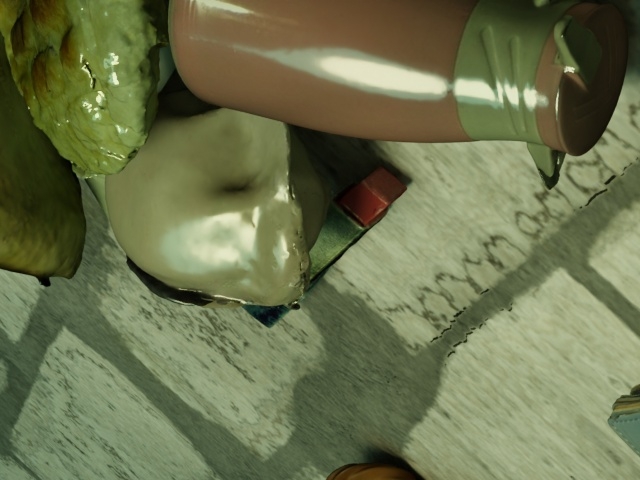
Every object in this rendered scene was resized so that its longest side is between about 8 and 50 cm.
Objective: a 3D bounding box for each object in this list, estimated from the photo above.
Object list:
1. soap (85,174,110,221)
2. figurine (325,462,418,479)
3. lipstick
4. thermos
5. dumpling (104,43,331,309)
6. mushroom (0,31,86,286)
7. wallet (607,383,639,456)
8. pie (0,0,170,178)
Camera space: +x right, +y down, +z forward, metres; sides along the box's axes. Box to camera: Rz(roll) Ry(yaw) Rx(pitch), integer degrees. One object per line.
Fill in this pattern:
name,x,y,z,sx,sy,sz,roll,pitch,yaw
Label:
soap,-0.168,-0.083,1.524,0.119,0.066,0.198,16,144,41
figurine,0.090,0.305,1.677,0.263,0.142,0.189,19,169,42
lipstick,0.000,0.000,1.430,0.051,0.051,0.312,43,153,-1
thermos,0.055,-0.136,1.042,0.265,0.146,0.176,16,120,30
dumpling,-0.097,-0.056,1.321,0.293,0.163,0.204,47,166,52
mushroom,-0.290,-0.084,1.532,0.217,0.212,0.292,31,168,15
wallet,0.320,0.180,1.217,0.231,0.069,0.170,47,150,-12
pie,-0.187,-0.184,1.248,0.306,0.071,0.306,170,90,-68
